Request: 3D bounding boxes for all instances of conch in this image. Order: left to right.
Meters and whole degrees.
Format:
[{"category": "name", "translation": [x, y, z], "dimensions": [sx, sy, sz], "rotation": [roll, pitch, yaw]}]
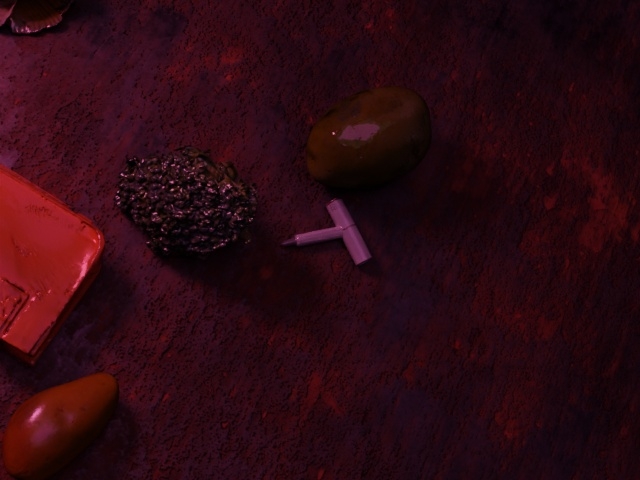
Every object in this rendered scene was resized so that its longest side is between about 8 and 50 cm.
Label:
[{"category": "conch", "translation": [-0.598, -0.538, 1.992], "dimensions": [0.178, 0.163, 0.245], "rotation": [36, 92, -17]}]

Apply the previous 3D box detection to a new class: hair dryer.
[{"category": "hair dryer", "translation": [0.002, 0.008, 2.071], "dimensions": [0.183, 0.044, 0.155], "rotation": [-25, 80, -20]}]

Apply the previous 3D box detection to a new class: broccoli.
[{"category": "broccoli", "translation": [-0.259, -0.083, 1.947], "dimensions": [0.288, 0.248, 0.245], "rotation": [46, 27, 12]}]

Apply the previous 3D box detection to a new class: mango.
[{"category": "mango", "translation": [-0.475, 0.330, 1.742], "dimensions": [0.138, 0.113, 0.253], "rotation": [48, 61, 1]}]

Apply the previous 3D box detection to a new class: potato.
[{"category": "potato", "translation": [0.110, -0.223, 2.094], "dimensions": [0.304, 0.216, 0.216], "rotation": [-25, 81, -30]}]

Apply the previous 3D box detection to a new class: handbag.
[{"category": "handbag", "translation": [-0.640, 0.013, 1.795], "dimensions": [0.410, 0.116, 0.303], "rotation": [33, 64, -5]}]
